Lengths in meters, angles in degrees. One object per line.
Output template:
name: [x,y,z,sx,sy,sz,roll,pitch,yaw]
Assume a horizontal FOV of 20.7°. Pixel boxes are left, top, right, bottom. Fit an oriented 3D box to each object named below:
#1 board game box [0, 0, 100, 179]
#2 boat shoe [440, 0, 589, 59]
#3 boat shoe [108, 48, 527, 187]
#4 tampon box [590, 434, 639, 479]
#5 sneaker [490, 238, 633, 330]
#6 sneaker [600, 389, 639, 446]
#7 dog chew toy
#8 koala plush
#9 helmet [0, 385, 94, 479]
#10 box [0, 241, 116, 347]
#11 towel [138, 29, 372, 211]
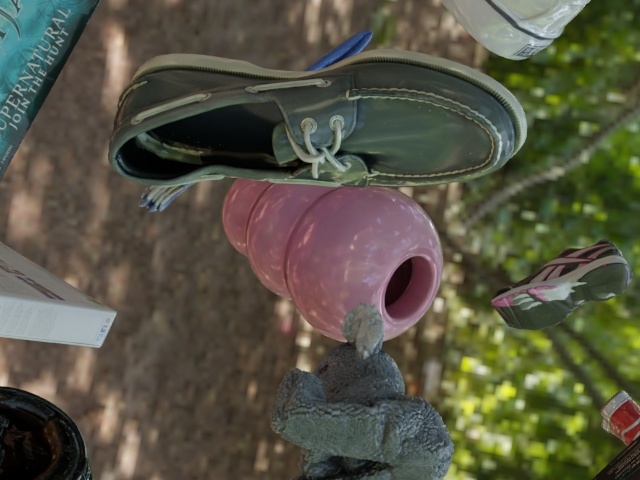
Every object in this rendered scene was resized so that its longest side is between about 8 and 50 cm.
board game box: [-0.251,-0.146,1.303,0.126,0.026,0.186,34,79,-36]
boat shoe: [0.062,-0.223,0.975,0.084,0.258,0.095,-42,179,38]
boat shoe: [-0.009,-0.074,1.307,0.099,0.319,0.116,-63,152,-48]
tampon box: [0.260,0.235,1.309,0.120,0.101,0.161,-44,-166,7]
sneaker: [0.300,0.052,2.194,0.077,0.178,0.072,-94,163,-53]
sneaker: [0.308,0.186,1.700,0.042,0.067,0.118,-44,159,2]
dog chew toy: [0.000,0.000,2.269,0.206,0.332,0.206,-23,126,-36]
koala plush: [0.049,0.198,2.045,0.221,0.203,0.196,-90,177,-58]
helmet: [-0.304,0.235,1.657,0.161,0.169,0.169,-60,-178,43]
box: [-0.426,0.047,2.109,0.322,0.232,0.058,16,100,-61]
towel: [-0.076,-0.135,2.023,0.034,0.285,0.209,53,49,-5]
